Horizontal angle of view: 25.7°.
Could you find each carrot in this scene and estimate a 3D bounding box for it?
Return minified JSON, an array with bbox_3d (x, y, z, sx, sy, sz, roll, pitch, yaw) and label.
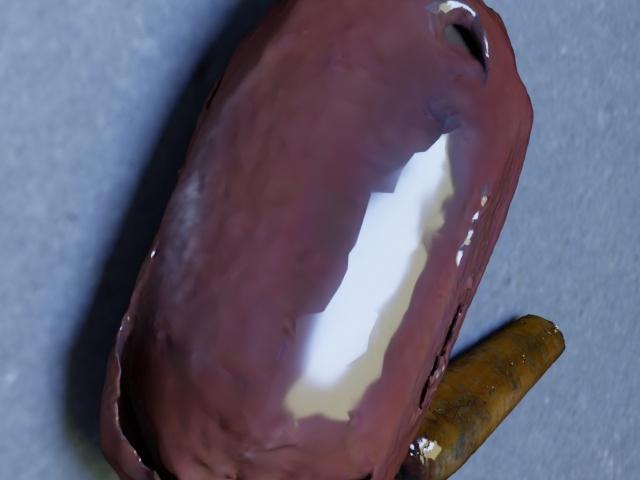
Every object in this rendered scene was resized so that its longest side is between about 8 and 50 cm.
[{"bbox_3d":[0.086,0.091,0.819,0.161,0.055,0.055,-31,121,-44],"label":"carrot"}]

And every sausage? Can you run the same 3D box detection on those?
[{"bbox_3d":[0.000,0.000,0.641,0.152,0.152,0.280,30,77,-44],"label":"sausage"}]
